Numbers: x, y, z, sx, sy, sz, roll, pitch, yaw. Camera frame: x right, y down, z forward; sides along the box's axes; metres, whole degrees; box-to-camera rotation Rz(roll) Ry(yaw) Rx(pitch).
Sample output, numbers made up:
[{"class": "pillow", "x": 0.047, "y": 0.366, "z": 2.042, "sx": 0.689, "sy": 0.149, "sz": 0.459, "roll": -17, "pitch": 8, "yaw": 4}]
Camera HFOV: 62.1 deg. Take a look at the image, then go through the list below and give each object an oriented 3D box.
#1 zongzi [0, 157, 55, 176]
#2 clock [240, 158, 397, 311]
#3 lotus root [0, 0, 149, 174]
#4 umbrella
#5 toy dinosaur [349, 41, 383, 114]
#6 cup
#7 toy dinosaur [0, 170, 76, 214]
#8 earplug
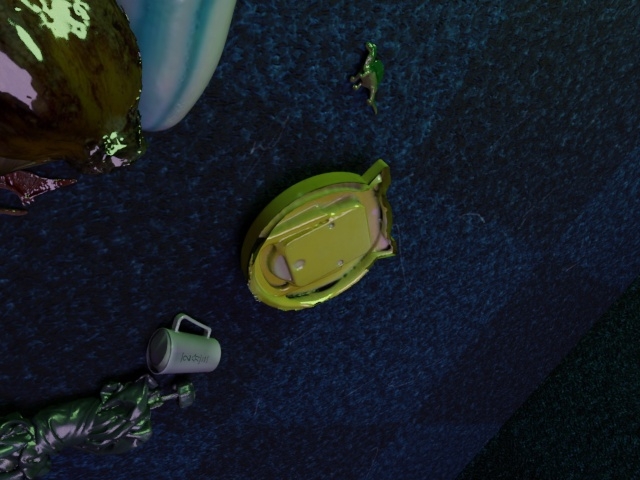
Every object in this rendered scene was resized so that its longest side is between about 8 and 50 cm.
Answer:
[{"class": "zongzi", "x": -0.346, "y": -0.085, "z": 0.552, "sx": 0.194, "sy": 0.099, "sz": 0.198, "roll": 7, "pitch": 87, "yaw": -41}, {"class": "clock", "x": -0.003, "y": -0.002, "z": 0.921, "sx": 0.293, "sy": 0.071, "sz": 0.277, "roll": -24, "pitch": 139, "yaw": -16}, {"class": "lotus root", "x": -0.296, "y": -0.209, "z": 0.417, "sx": 0.196, "sy": 0.179, "sz": 0.397, "roll": -50, "pitch": 115, "yaw": -22}, {"class": "umbrella", "x": -0.380, "y": 0.313, "z": 0.905, "sx": 0.348, "sy": 0.094, "sz": 0.143, "roll": -9, "pitch": 133, "yaw": -32}, {"class": "toy dinosaur", "x": 0.081, "y": -0.243, "z": 0.819, "sx": 0.060, "sy": 0.029, "sz": 0.120, "roll": -49, "pitch": 140, "yaw": -13}, {"class": "cup", "x": -0.233, "y": 0.181, "z": 0.923, "sx": 0.116, "sy": 0.074, "sz": 0.104, "roll": 17, "pitch": 85, "yaw": -46}, {"class": "toy dinosaur", "x": -0.402, "y": -0.068, "z": 0.621, "sx": 0.220, "sy": 0.032, "sz": 0.108, "roll": -8, "pitch": 126, "yaw": -32}, {"class": "earplug", "x": -0.155, "y": -0.258, "z": 0.541, "sx": 0.184, "sy": 0.185, "sz": 0.324, "roll": -3, "pitch": 130, "yaw": -33}]
